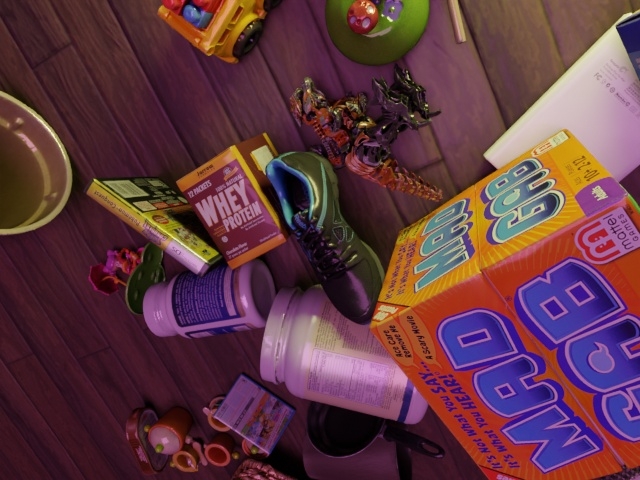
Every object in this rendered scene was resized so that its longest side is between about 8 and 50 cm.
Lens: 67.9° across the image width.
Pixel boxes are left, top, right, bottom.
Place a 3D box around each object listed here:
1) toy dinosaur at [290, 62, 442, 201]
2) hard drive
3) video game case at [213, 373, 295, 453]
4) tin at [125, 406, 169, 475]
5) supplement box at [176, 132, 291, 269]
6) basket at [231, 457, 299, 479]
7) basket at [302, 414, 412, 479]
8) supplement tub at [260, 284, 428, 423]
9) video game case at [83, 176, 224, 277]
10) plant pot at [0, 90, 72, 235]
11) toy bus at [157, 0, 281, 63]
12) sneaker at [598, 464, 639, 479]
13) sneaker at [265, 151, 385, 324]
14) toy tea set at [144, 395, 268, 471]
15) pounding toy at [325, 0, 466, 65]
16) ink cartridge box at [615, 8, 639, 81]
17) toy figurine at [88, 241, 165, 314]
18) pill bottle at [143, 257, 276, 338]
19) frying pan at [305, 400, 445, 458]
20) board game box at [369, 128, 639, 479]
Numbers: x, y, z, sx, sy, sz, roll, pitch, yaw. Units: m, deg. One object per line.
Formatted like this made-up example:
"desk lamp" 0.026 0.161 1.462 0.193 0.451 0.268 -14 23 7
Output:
"toy dinosaur" 0.098 -0.197 0.886 0.321 0.165 0.218 28 129 -18
"hard drive" 0.474 -0.195 0.832 0.203 0.040 0.307 41 113 -4
"video game case" -0.161 0.425 1.171 0.166 0.119 0.015 35 156 -1
"tin" -0.459 0.535 1.274 0.040 0.106 0.190 -13 107 9
"supplement box" -0.138 -0.083 0.927 0.129 0.194 0.192 -27 102 20
"basket" -0.108 0.709 1.234 0.298 0.213 0.223 25 74 -2
"basket" 0.085 0.491 1.112 0.226 0.154 0.205 -9 88 20
"supplement tub" 0.062 0.220 0.970 0.324 0.235 0.236 11 112 9
"video game case" -0.284 -0.039 0.934 0.248 0.275 0.035 36 99 -2
"plant pot" -0.775 -0.117 1.018 0.305 0.334 0.334 -24 103 31
"toy bus" -0.173 -0.428 0.803 0.149 0.211 0.220 40 111 -2
"sneaker" 0.728 0.458 0.978 0.146 0.102 0.293 39 113 -4
"sneaker" 0.000 0.000 0.847 0.125 0.139 0.341 -31 81 27
"toy tea set" -0.289 0.519 1.218 0.335 0.124 0.200 -19 104 18
"pounding toy" 0.115 -0.399 0.784 0.236 0.110 0.183 -8 95 12
"ink cartridge box" 0.630 -0.274 0.677 0.269 0.151 0.396 -31 102 3
"toy figurine" -0.466 0.072 1.115 0.159 0.130 0.173 10 90 19
"pill bottle" -0.244 0.134 1.053 0.264 0.153 0.153 -12 107 16
"frying pan" 0.117 0.380 1.039 0.325 0.197 0.053 -11 132 25
"board game box" 0.350 0.101 0.762 0.356 0.356 0.357 -34 101 27
